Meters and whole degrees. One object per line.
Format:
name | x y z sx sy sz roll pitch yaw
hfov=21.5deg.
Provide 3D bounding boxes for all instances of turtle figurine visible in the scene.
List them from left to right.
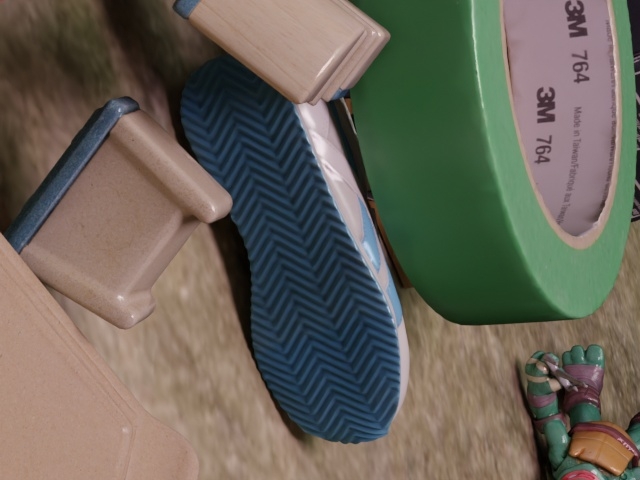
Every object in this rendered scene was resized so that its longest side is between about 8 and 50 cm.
turtle figurine | 0.229 0.159 1.354 0.175 0.118 0.234 34 23 5

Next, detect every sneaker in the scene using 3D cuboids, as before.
sneaker | 0.000 0.000 0.925 0.092 0.087 0.228 -40 115 -66

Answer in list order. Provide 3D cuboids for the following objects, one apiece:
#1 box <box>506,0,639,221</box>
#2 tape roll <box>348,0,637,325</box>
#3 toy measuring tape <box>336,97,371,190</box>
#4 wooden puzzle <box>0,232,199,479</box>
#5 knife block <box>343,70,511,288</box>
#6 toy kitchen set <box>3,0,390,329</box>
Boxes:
box | 0.321 -0.170 1.521 0.296 0.294 0.182 42 38 -55
tape roll | 0.112 -0.110 1.011 0.321 0.077 0.321 -5 90 -65
toy measuring tape | 0.005 -0.199 0.981 0.330 0.121 0.121 66 23 -3
wooden puzzle | -0.137 0.096 0.606 0.238 0.044 0.221 52 32 -36
knife block | 0.070 -0.105 1.148 0.275 0.088 0.242 -61 134 -58
toy kitchen set | -0.071 -0.067 0.776 0.122 0.166 0.207 38 8 1
